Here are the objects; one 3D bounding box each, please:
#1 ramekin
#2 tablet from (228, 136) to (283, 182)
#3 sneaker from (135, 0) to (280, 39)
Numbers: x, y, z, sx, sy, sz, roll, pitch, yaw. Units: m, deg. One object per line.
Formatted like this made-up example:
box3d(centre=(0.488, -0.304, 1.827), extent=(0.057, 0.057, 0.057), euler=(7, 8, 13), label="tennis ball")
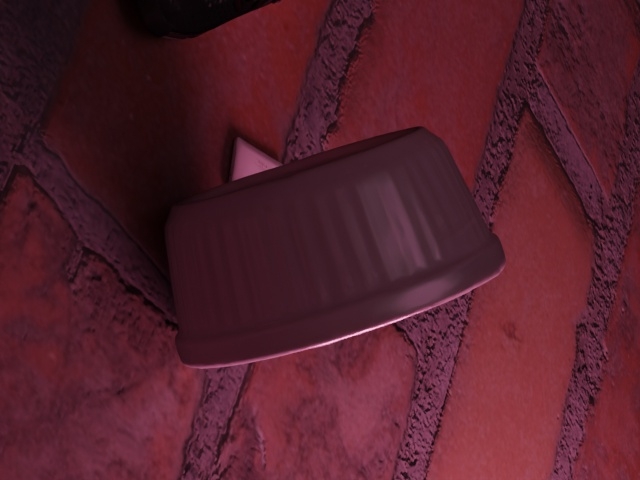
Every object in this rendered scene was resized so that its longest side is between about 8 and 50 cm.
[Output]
box3d(centre=(0.000, 0.000, 1.483), extent=(0.273, 0.273, 0.127), euler=(-27, 100, -58), label="ramekin")
box3d(centre=(-0.055, -0.052, 1.629), extent=(0.083, 0.006, 0.054), euler=(29, 65, -56), label="tablet")
box3d(centre=(-0.025, -0.241, 1.529), extent=(0.281, 0.162, 0.106), euler=(-39, 122, -55), label="sneaker")
